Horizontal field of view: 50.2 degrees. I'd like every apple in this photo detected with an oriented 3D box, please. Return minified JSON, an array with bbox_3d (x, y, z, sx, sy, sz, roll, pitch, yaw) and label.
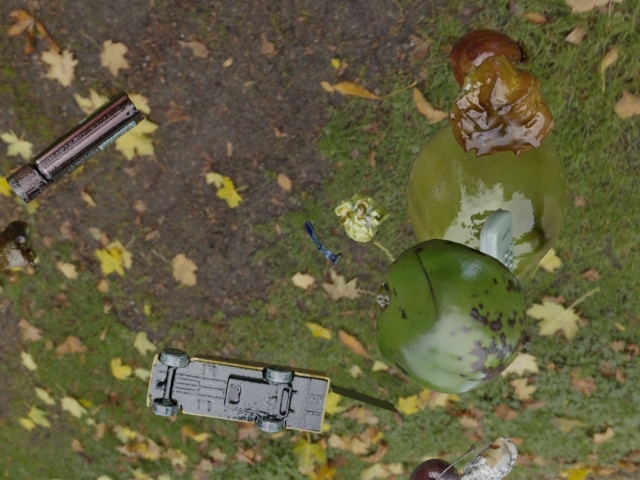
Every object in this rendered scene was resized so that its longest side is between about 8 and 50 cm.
[{"bbox_3d":[0.464,-0.112,1.907,0.473,0.474,0.474,13,124,20],"label":"apple"}]

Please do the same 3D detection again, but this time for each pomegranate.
[{"bbox_3d":[0.214,0.124,1.081,0.270,0.254,0.254,24,129,-8],"label":"pomegranate"}]

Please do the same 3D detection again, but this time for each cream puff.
[{"bbox_3d":[0.403,-0.300,1.545,0.241,0.155,0.269,4,147,27],"label":"cream puff"}]

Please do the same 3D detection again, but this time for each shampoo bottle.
[{"bbox_3d":[-0.548,-0.210,1.532,0.084,0.323,0.129,53,172,-16],"label":"shampoo bottle"}]

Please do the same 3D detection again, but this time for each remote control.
[{"bbox_3d":[0.413,0.076,1.592,0.056,0.140,0.297,8,119,29],"label":"remote control"}]

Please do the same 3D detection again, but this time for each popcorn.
[{"bbox_3d":[0.114,-0.067,1.973,0.135,0.162,0.142,-140,49,-60],"label":"popcorn"}]

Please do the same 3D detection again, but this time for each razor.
[{"bbox_3d":[-0.003,0.001,1.722,0.155,0.028,0.044,52,130,31],"label":"razor"}]

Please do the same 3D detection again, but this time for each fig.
[{"bbox_3d":[0.431,-0.444,1.722,0.205,0.205,0.205,13,124,20],"label":"fig"}]

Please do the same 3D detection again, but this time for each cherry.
[{"bbox_3d":[0.297,0.570,1.627,0.148,0.188,0.115,60,168,-21],"label":"cherry"}]

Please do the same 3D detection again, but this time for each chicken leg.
[{"bbox_3d":[-0.735,0.088,1.339,0.140,0.360,0.212,-31,76,60],"label":"chicken leg"}]

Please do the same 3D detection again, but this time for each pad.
[{"bbox_3d":[0.120,0.437,1.891,0.193,0.116,0.004,19,90,-3],"label":"pad"}]

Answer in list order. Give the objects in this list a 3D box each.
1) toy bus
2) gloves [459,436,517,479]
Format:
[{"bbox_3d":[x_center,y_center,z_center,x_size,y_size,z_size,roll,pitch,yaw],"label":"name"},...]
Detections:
[{"bbox_3d":[-0.156,0.286,1.319,0.335,0.123,0.121,9,91,-3],"label":"toy bus"},{"bbox_3d":[0.348,0.472,1.422,0.070,0.114,0.153,48,151,15],"label":"gloves"}]
